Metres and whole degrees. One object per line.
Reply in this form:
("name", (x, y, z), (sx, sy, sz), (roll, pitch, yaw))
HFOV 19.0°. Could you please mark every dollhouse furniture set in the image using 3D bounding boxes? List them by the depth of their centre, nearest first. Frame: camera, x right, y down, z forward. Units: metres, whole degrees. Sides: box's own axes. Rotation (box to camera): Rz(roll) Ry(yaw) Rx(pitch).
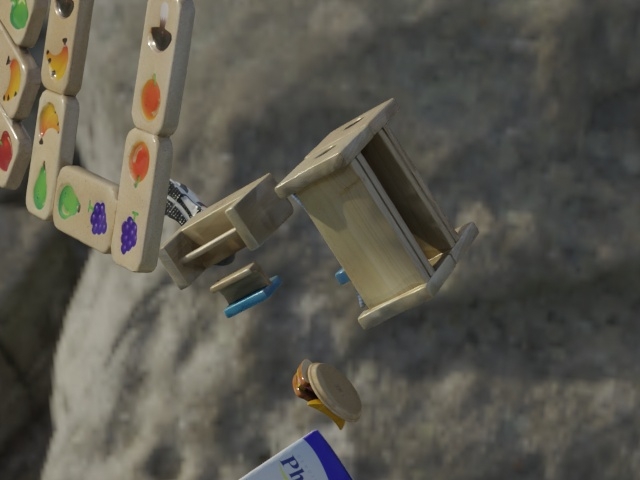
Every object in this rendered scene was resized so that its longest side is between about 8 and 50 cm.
("dollhouse furniture set", (0.000, 0.000, 1.477), (0.184, 0.129, 0.129), (-27, 10, 30))

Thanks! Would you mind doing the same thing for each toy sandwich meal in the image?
("toy sandwich meal", (0.007, 0.163, 2.011), (0.085, 0.029, 0.085), (39, 24, -21))

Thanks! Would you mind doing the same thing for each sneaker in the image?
("sneaker", (-0.114, -0.020, 1.803), (0.109, 0.040, 0.044), (49, 18, 18))

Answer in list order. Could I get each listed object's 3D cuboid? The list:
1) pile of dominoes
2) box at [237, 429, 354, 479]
("pile of dominoes", (-0.117, -0.129, 0.838), (0.040, 0.251, 0.196), (3, 11, -35))
("box", (-0.051, 0.210, 1.325), (0.137, 0.126, 0.072), (-32, 81, -27))
